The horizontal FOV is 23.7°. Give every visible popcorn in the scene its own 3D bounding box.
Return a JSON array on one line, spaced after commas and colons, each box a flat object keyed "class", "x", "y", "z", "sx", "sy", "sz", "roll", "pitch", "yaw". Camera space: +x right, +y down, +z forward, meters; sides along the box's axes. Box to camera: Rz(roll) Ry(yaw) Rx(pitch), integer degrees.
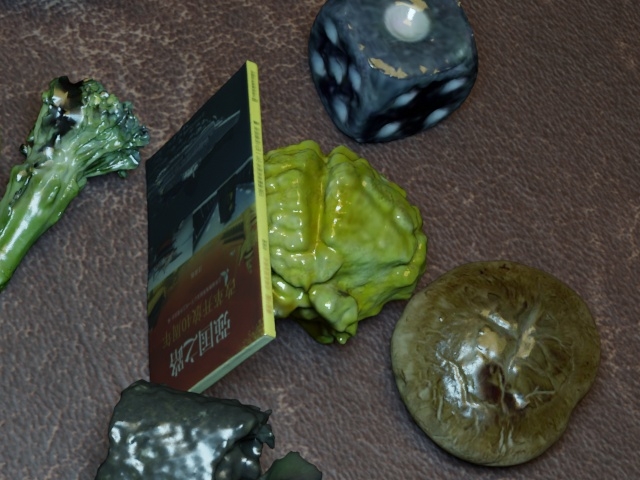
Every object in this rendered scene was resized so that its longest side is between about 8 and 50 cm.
[{"class": "popcorn", "x": 0.000, "y": 0.000, "z": 1.918, "sx": 0.270, "sy": 0.224, "sz": 0.258, "roll": -25, "pitch": 84, "yaw": -38}]

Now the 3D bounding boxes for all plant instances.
[{"class": "plant", "x": -0.115, "y": 0.272, "z": 1.734, "sx": 0.276, "sy": 0.199, "sz": 0.188, "roll": 20, "pitch": 85, "yaw": 3}]

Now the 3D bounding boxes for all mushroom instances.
[{"class": "mushroom", "x": 0.226, "y": 0.152, "z": 1.938, "sx": 0.278, "sy": 0.146, "sz": 0.278, "roll": 5, "pitch": 68, "yaw": -12}]

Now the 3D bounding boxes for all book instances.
[{"class": "book", "x": -0.139, "y": 0.000, "z": 1.860, "sx": 0.028, "sy": 0.262, "sz": 0.374, "roll": 15, "pitch": 56, "yaw": -31}]

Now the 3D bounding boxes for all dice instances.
[{"class": "dice", "x": 0.099, "y": -0.252, "z": 2.109, "sx": 0.182, "sy": 0.183, "sz": 0.181, "roll": -16, "pitch": 68, "yaw": -22}]

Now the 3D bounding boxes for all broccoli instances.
[{"class": "broccoli", "x": -0.343, "y": -0.058, "z": 1.913, "sx": 0.145, "sy": 0.165, "sz": 0.304, "roll": 34, "pitch": 72, "yaw": -3}]
